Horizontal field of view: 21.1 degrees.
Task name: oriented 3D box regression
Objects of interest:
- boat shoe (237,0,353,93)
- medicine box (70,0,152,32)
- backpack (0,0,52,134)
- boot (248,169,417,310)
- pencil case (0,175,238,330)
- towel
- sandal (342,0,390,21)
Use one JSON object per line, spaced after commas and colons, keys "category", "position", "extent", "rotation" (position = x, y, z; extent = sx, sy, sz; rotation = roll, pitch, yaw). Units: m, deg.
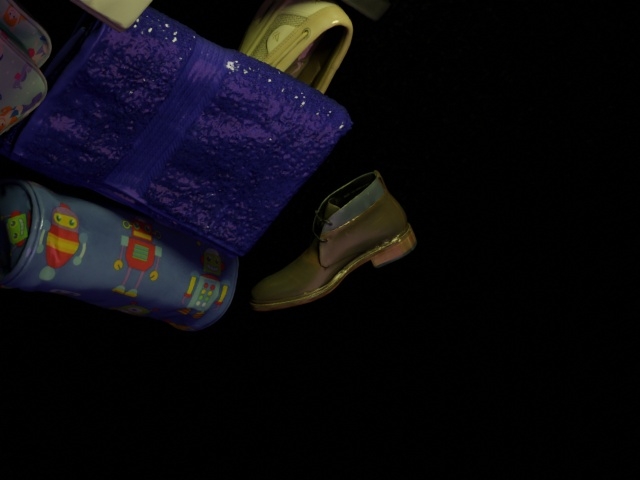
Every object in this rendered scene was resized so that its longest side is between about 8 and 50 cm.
{"category": "boat shoe", "position": [-0.062, -0.134, 1.858], "extent": [0.109, 0.098, 0.302], "rotation": [11, 119, -42]}
{"category": "medicine box", "position": [-0.181, -0.365, 1.416], "extent": [0.263, 0.289, 0.149], "rotation": [-47, 139, 9]}
{"category": "backpack", "position": [-0.387, -0.159, 1.540], "extent": [0.253, 0.191, 0.225], "rotation": [-36, 140, 4]}
{"category": "boot", "position": [0.000, 0.000, 2.064], "extent": [0.219, 0.082, 0.106], "rotation": [-26, 116, -9]}
{"category": "pencil case", "position": [-0.234, 0.018, 1.852], "extent": [0.133, 0.119, 0.306], "rotation": [-14, 159, 42]}
{"category": "towel", "position": [-0.148, -0.106, 1.751], "extent": [0.308, 0.076, 0.227], "rotation": [23, 125, -29]}
{"category": "sandal", "position": [-0.006, -0.301, 1.761], "extent": [0.054, 0.097, 0.254], "rotation": [-50, 149, 13]}
